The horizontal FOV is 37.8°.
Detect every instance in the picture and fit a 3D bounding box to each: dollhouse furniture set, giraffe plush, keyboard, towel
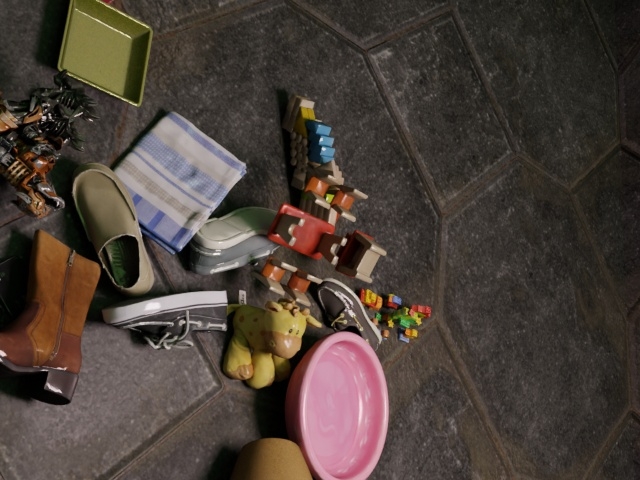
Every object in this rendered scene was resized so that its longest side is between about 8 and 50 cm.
[{"bbox_3d":[0.000,0.000,1.992,0.259,0.135,0.262,25,94,-37],"label":"dollhouse furniture set"},{"bbox_3d":[-0.093,0.189,1.916,0.181,0.171,0.210,-11,85,-47],"label":"giraffe plush"},{"bbox_3d":[-0.520,0.122,1.612,0.108,0.023,0.180,-38,104,-52],"label":"keyboard"},{"bbox_3d":[-0.293,-0.123,1.870,0.209,0.034,0.285,38,50,-5],"label":"towel"}]

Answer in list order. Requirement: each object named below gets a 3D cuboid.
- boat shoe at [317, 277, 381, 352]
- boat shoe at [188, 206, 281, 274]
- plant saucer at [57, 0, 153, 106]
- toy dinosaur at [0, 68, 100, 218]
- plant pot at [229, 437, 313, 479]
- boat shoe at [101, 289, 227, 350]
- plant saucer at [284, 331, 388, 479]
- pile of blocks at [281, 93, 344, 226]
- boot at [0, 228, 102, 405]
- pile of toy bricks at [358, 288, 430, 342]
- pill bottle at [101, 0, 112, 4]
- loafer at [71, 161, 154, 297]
[{"bbox_3d":[0.062,0.183,2.143,0.227,0.081,0.068,52,42,-24],"label":"boat shoe"},{"bbox_3d":[-0.162,0.002,1.988,0.319,0.116,0.099,-15,131,-54],"label":"boat shoe"},{"bbox_3d":[-0.432,-0.374,1.847,0.188,0.045,0.188,23,63,-39],"label":"plant saucer"},{"bbox_3d":[-0.518,-0.203,1.636,0.218,0.164,0.321,-24,103,-32],"label":"toy dinosaur"},{"bbox_3d":[-0.096,0.520,1.792,0.237,0.237,0.254,28,42,-37],"label":"plant pot"},{"bbox_3d":[-0.286,0.155,1.777,0.306,0.113,0.104,-1,83,-62],"label":"boat shoe"},{"bbox_3d":[0.029,0.363,2.015,0.332,0.084,0.332,12,75,-54],"label":"plant saucer"},{"bbox_3d":[0.011,-0.168,2.160,0.113,0.149,0.362,4,74,-45],"label":"pile of blocks"},{"bbox_3d":[-0.486,0.102,1.565,0.264,0.096,0.280,32,50,-39],"label":"boot"},{"bbox_3d":[0.190,0.184,2.257,0.212,0.105,0.118,26,60,-38],"label":"pile of toy bricks"},{"bbox_3d":[-0.393,-0.550,1.818,0.121,0.221,0.121,17,65,-41],"label":"pill bottle"},{"bbox_3d":[-0.379,-0.020,1.726,0.102,0.092,0.268,-25,97,-7],"label":"loafer"}]
